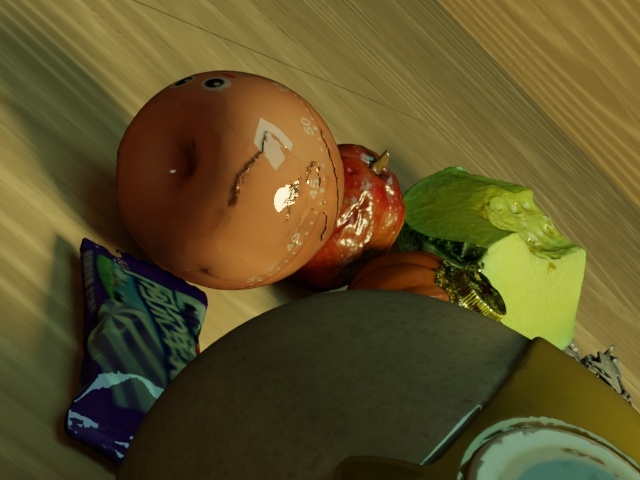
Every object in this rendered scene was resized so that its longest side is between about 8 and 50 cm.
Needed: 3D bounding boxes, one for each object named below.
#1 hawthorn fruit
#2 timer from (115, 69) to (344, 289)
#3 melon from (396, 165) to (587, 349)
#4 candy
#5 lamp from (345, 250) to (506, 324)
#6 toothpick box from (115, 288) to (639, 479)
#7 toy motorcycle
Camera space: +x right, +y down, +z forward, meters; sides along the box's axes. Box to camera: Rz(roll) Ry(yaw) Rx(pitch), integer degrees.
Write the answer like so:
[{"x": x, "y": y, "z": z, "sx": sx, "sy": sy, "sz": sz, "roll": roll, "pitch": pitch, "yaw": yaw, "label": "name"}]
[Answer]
[{"x": 0.014, "y": -0.023, "z": 1.616, "sx": 0.173, "sy": 0.179, "sz": 0.173, "roll": 162, "pitch": -90, "yaw": -89, "label": "hawthorn fruit"}, {"x": -0.093, "y": -0.061, "z": 1.396, "sx": 0.229, "sy": 0.229, "sz": 0.215, "roll": 58, "pitch": 22, "yaw": 19, "label": "timer"}, {"x": 0.229, "y": 0.025, "z": 1.902, "sx": 0.343, "sy": 0.226, "sz": 0.331, "roll": -12, "pitch": 74, "yaw": -51, "label": "melon"}, {"x": -0.161, "y": 0.106, "z": 1.231, "sx": 0.145, "sy": 0.070, "sz": 0.275, "roll": 28, "pitch": 32, "yaw": -25, "label": "candy"}, {"x": 0.121, "y": 0.115, "z": 1.566, "sx": 0.223, "sy": 0.196, "sz": 0.223, "roll": 38, "pitch": 25, "yaw": -21, "label": "lamp"}, {"x": 0.078, "y": 0.257, "z": 0.924, "sx": 0.409, "sy": 0.409, "sz": 0.425, "roll": 26, "pitch": 8, "yaw": -45, "label": "toothpick box"}, {"x": 0.421, "y": 0.199, "z": 2.148, "sx": 0.215, "sy": 0.080, "sz": 0.122, "roll": 37, "pitch": 26, "yaw": -19, "label": "toy motorcycle"}]
